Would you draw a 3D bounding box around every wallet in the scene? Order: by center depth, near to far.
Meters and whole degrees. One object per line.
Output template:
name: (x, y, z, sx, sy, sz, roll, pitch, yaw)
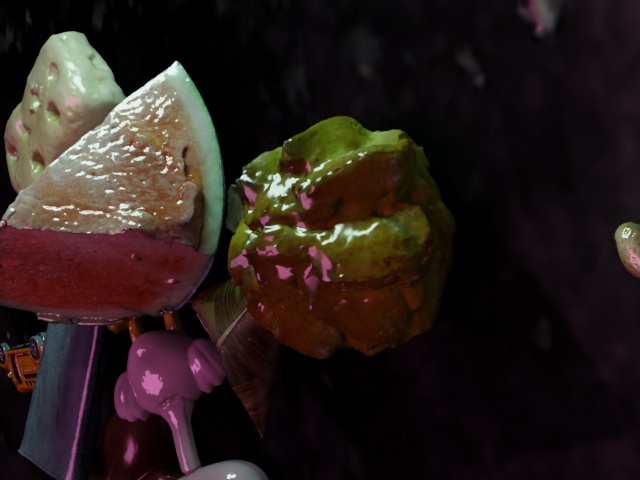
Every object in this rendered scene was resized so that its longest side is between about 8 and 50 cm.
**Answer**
wallet: (-0.336, 0.135, 1.663, 0.190, 0.046, 0.379, 10, 90, 56)

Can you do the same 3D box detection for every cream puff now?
cream puff: (0.014, -0.002, 1.149, 0.244, 0.196, 0.244, 0, 91, 18)

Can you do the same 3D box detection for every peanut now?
peanut: (0.259, 0.019, 0.941, 0.083, 0.037, 0.037, 47, 134, 32)

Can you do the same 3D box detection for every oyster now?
oyster: (-0.083, -0.027, 1.387, 0.051, 0.034, 0.093, -30, 64, 36)

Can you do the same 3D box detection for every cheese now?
cheese: (-0.364, -0.157, 1.668, 0.263, 0.093, 0.159, -55, 53, 40)

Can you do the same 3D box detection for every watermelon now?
watermelon: (-0.228, 0.000, 1.448, 0.222, 0.319, 0.292, 43, 158, 11)

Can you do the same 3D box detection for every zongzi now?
zongzi: (-0.046, 0.113, 1.336, 0.187, 0.084, 0.184, -29, 79, 48)

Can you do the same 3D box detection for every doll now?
doll: (-0.163, 0.242, 1.485, 0.160, 0.094, 0.365, -25, 78, 11)

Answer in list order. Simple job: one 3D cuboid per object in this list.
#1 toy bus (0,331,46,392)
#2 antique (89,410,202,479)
toy bus: (-0.427, 0.188, 1.859, 0.194, 0.083, 0.088, -13, 90, 53)
antique: (-0.263, 0.313, 1.647, 0.257, 0.121, 0.143, -48, 62, 46)
